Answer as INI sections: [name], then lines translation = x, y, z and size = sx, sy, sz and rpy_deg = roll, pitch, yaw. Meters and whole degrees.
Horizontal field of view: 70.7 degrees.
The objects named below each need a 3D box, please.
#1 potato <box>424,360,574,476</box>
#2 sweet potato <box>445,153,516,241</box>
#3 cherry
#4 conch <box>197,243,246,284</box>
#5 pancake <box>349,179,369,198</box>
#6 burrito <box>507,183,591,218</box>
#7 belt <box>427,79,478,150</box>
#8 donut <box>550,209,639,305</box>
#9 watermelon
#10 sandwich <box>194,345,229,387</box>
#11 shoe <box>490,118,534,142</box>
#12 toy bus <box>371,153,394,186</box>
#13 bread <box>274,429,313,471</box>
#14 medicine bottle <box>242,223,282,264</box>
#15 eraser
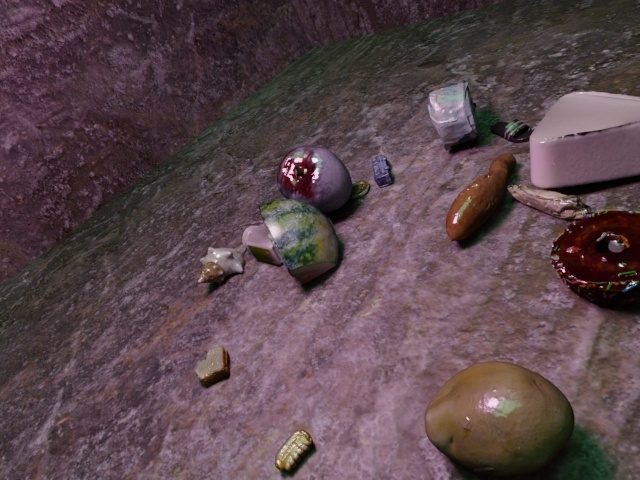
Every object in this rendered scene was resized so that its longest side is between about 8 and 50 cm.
[potato]
translation = 0.279, 0.285, 0.730
size = 0.235, 0.160, 0.177
rpy_deg = -25, -9, 30
[sweet potato]
translation = 0.450, -0.134, 1.228
size = 0.109, 0.109, 0.385
rpy_deg = 12, 49, 45
[cherry]
translation = -0.016, -0.201, 1.518
size = 0.254, 0.296, 0.218
rpy_deg = 21, 97, 33
[conch]
translation = -0.325, 0.070, 1.518
size = 0.137, 0.115, 0.234
rpy_deg = 28, 55, 37
[pancake]
translation = 0.131, -0.181, 1.610
size = 0.107, 0.017, 0.108
rpy_deg = -23, 32, 15
[burrito]
translation = 0.567, -0.103, 1.135
size = 0.058, 0.063, 0.229
rpy_deg = -40, 31, -2
[belt]
translation = 0.456, -0.428, 1.537
size = 0.149, 0.207, 0.257
rpy_deg = -14, 18, 22
[donut]
translation = 0.587, 0.036, 0.902
size = 0.234, 0.089, 0.235
rpy_deg = -19, 34, 14
[watermelon]
translation = -0.086, -0.030, 1.348
size = 0.180, 0.223, 0.305
rpy_deg = -57, 48, 35
[sandwich]
translation = -0.284, 0.329, 1.191
size = 0.093, 0.036, 0.105
rpy_deg = -25, 32, 7
[shoe]
translation = 0.621, -0.369, 1.477
size = 0.071, 0.049, 0.179
rpy_deg = -31, 33, -4
[toy bus]
translation = 0.221, -0.249, 1.612
size = 0.065, 0.047, 0.166
rpy_deg = -23, 31, 16
[bread]
translation = -0.053, 0.419, 0.897
size = 0.049, 0.034, 0.088
rpy_deg = 26, 63, 35
[medicine bottle]
translation = -0.173, 0.001, 1.514
size = 0.188, 0.088, 0.132
rpy_deg = 10, 48, 44
[eraser]
translation = 0.722, -0.258, 1.140
size = 0.330, 0.150, 0.331
rpy_deg = -15, 28, 8
